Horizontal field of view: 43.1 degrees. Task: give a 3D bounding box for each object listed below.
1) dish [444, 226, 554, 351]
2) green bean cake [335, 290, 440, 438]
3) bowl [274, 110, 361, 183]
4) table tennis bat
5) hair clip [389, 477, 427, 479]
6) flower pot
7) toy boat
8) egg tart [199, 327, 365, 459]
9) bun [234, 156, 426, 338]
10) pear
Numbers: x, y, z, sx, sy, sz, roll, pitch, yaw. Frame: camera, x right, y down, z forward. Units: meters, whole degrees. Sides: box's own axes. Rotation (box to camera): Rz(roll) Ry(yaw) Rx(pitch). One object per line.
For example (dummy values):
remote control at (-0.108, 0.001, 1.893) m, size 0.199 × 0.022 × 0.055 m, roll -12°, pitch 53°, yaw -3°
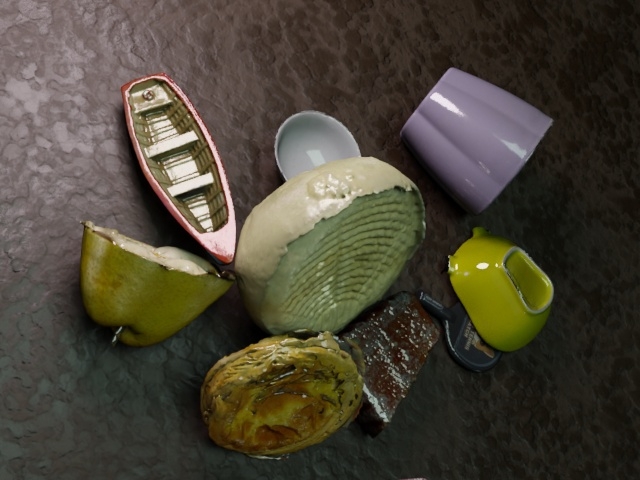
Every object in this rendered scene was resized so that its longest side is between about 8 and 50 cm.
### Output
dish at (0.398, 0.091, 1.699) m, size 0.221 × 0.108 × 0.262 m, roll -38°, pitch 93°, yaw -39°
green bean cake at (0.125, 0.223, 1.534) m, size 0.232 × 0.097 × 0.198 m, roll -37°, pitch 92°, yaw -31°
bowl at (-0.021, -0.150, 1.582) m, size 0.189 × 0.086 × 0.189 m, roll 10°, pitch 69°, yaw -26°
table tennis bat at (0.289, 0.176, 1.678) m, size 0.236 × 0.027 × 0.150 m, roll 35°, pitch 60°, yaw -16°
hair clip at (0.146, 0.473, 1.509) m, size 0.137 × 0.022 × 0.054 m, roll 2°, pitch 74°, yaw -27°
flower pot at (0.313, -0.223, 1.695) m, size 0.243 × 0.265 × 0.265 m, roll 41°, pitch 60°, yaw 1°
toy boat at (-0.238, -0.119, 1.422) m, size 0.136 × 0.079 × 0.392 m, roll -22°, pitch 73°, yaw -15°
egg tart at (-0.064, 0.247, 1.377) m, size 0.297 × 0.297 × 0.132 m, roll 11°, pitch 28°, yaw -24°
bun at (0.000, -0.005, 1.428) m, size 0.364 × 0.364 × 0.202 m, roll -23°, pitch 53°, yaw -31°
pear at (-0.289, 0.086, 1.323) m, size 0.267 × 0.267 × 0.178 m, roll 21°, pitch 94°, yaw -21°
